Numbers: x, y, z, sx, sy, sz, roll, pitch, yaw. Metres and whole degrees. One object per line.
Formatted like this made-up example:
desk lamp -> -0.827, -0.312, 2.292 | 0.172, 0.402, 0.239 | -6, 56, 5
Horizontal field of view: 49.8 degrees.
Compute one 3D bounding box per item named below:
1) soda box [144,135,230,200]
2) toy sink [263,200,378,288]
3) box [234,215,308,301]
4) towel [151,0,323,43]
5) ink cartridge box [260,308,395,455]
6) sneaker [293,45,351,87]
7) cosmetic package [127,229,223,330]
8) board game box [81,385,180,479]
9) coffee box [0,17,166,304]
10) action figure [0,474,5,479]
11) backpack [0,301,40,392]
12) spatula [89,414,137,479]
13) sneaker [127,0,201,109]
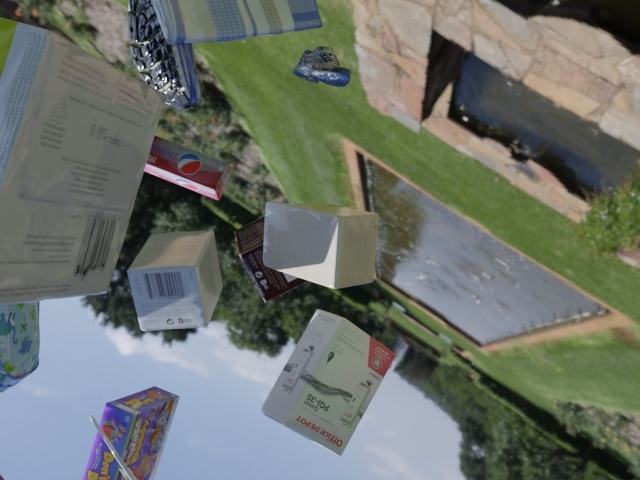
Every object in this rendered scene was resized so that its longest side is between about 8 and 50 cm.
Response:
soda box -> -0.372, -0.198, 1.798 | 0.263, 0.083, 0.092 | 21, 166, 5
toy sink -> 0.000, 0.000, 1.499 | 0.131, 0.153, 0.234 | -6, -166, -44
box -> -0.132, 0.038, 1.967 | 0.168, 0.167, 0.203 | 64, 178, -23
towel -> -0.137, -0.406, 1.040 | 0.034, 0.285, 0.209 | -20, 88, 55
ink cartridge box -> 0.022, 0.341, 1.651 | 0.207, 0.283, 0.117 | 38, 165, -32
sneaker -> 0.004, -0.280, 1.092 | 0.052, 0.058, 0.135 | 15, -173, -39
cosmetic package -> -0.312, 0.085, 1.513 | 0.151, 0.151, 0.184 | -3, -155, 6
board game box -> -0.466, 0.539, 1.631 | 0.078, 0.347, 0.233 | 18, -178, 14
coffee box -> -0.476, -0.124, 0.971 | 0.334, 0.338, 0.337 | 17, -179, 11
action figure -> -0.814, 0.436, 1.460 | 0.370, 0.275, 0.248 | 61, 164, 6
backpack -> -0.704, 0.140, 1.416 | 0.273, 0.356, 0.290 | 15, 176, -6
spatula -> -0.354, 0.433, 1.267 | 0.168, 0.019, 0.242 | 28, 145, 51
sneaker -> -0.234, -0.383, 1.133 | 0.147, 0.330, 0.129 | -17, -167, -40
